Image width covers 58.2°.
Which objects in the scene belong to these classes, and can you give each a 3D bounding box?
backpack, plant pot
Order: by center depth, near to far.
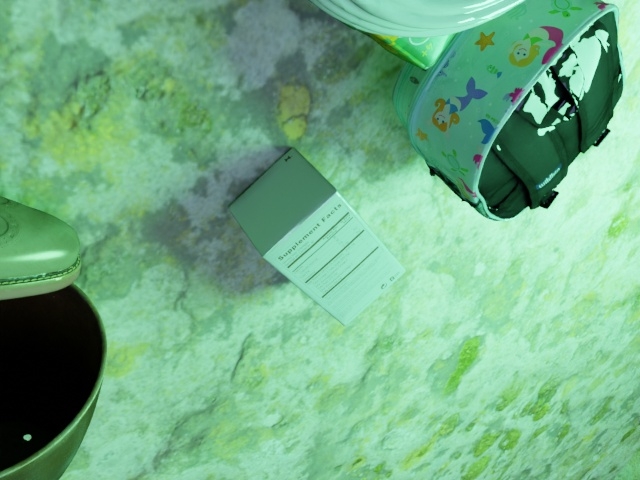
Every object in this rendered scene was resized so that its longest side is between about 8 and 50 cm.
[{"bbox_3d":[-0.315,0.172,0.550,0.215,0.215,0.230,-10,142,-26],"label":"plant pot"},{"bbox_3d":[0.192,-0.150,0.594,0.225,0.191,0.253,-51,159,11],"label":"backpack"}]

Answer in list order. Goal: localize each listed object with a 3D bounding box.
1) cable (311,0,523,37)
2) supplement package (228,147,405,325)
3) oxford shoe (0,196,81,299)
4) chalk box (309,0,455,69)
[{"bbox_3d":[0.066,-0.235,0.289,0.257,0.089,0.257,21,110,-43],"label":"cable"},{"bbox_3d":[0.000,0.000,0.666,0.105,0.105,0.179,-42,135,3],"label":"supplement package"},{"bbox_3d":[-0.328,-0.049,0.411,0.348,0.123,0.130,21,105,-42],"label":"oxford shoe"},{"bbox_3d":[0.039,-0.265,0.436,0.288,0.179,0.180,18,113,-40],"label":"chalk box"}]
